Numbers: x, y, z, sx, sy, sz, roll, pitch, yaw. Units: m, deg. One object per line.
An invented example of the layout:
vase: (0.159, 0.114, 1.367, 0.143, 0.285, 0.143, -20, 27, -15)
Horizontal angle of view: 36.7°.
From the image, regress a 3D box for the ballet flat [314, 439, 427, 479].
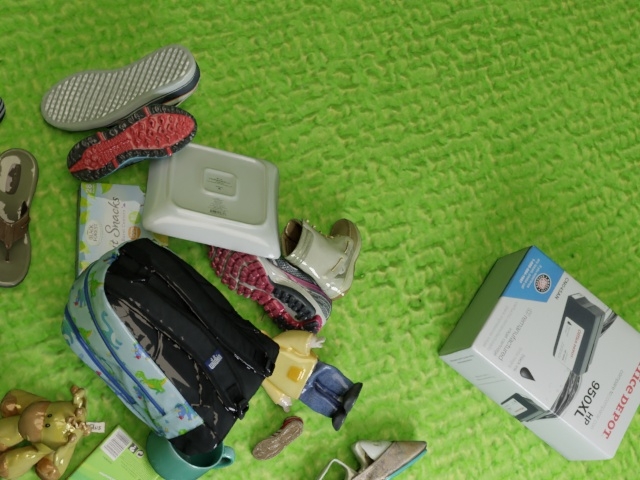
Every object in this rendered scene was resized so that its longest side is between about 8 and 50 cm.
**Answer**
ballet flat: (0.075, 0.464, 1.924, 0.316, 0.107, 0.106, -33, 82, -25)

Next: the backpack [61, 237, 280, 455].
backpack: (-0.288, 0.169, 1.731, 0.356, 0.273, 0.290, 56, 40, -22)

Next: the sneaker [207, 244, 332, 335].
sneaker: (-0.106, 0.072, 1.960, 0.299, 0.121, 0.112, 45, 38, -4)

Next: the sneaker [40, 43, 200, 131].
sneaker: (-0.391, -0.286, 1.939, 0.321, 0.127, 0.126, -17, 76, 2)

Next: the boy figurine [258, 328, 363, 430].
boy figurine: (-0.055, 0.250, 1.907, 0.285, 0.092, 0.177, 33, 109, 1)

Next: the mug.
mug: (-0.252, 0.399, 1.811, 0.158, 0.097, 0.129, 47, 33, -3)

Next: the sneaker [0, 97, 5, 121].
sneaker: (-0.700, -0.196, 1.836, 0.098, 0.083, 0.224, 25, 66, 13)

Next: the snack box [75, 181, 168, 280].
snack box: (-0.388, -0.003, 1.889, 0.174, 0.070, 0.207, 4, 75, -19)

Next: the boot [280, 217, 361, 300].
boot: (0.000, 0.000, 1.970, 0.165, 0.077, 0.213, 40, 39, -26)

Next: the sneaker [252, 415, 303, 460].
sneaker: (-0.081, 0.392, 1.922, 0.118, 0.067, 0.042, -34, 92, 7)

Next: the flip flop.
flip flop: (-0.589, -0.049, 1.822, 0.112, 0.080, 0.277, 11, 73, -17)

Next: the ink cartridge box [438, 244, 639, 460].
ink cartridge box: (0.503, 0.248, 2.091, 0.395, 0.166, 0.285, 38, 68, -8)

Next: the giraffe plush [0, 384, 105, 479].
giraffe plush: (-0.479, 0.337, 1.718, 0.210, 0.170, 0.182, -10, 80, -21)

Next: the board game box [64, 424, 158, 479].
board game box: (-0.421, 0.478, 1.778, 0.124, 0.039, 0.259, 45, 64, -5)

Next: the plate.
plate: (-0.206, -0.100, 1.922, 0.277, 0.045, 0.278, 14, 43, -17)

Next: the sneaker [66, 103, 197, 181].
sneaker: (-0.372, -0.199, 1.900, 0.261, 0.125, 0.104, -19, 101, -7)
